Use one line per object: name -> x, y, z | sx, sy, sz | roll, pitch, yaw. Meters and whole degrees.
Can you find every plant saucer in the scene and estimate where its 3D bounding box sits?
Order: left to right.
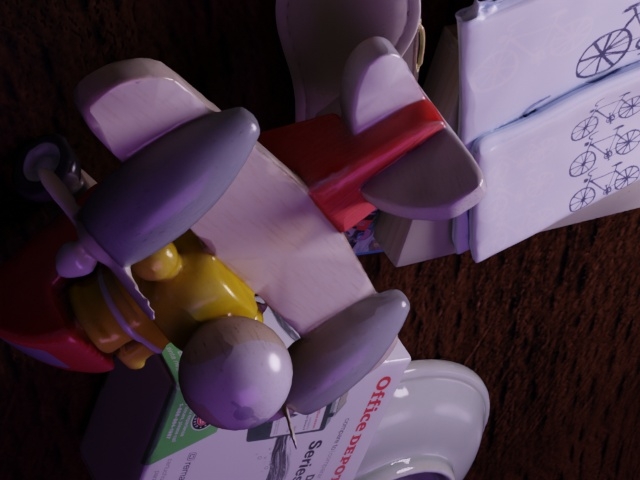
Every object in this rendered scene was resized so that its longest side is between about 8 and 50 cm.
plant saucer -> 0.056, 0.315, 1.833 | 0.400, 0.100, 0.400 | -20, 144, -16

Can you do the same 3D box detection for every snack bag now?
snack bag -> 0.269, -0.148, 1.374 | 0.323, 0.037, 0.342 | -25, 144, -14

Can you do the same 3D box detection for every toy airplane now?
toy airplane -> -0.049, 0.015, 1.138 | 0.386, 0.272, 0.384 | 7, 146, -24

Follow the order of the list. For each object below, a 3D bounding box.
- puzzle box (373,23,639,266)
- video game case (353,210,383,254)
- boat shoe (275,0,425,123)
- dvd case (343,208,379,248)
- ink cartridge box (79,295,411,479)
puzzle box -> 0.263, -0.122, 1.479 | 0.409, 0.052, 0.272 | -13, 139, -30
video game case -> 0.044, -0.028, 1.472 | 0.166, 0.015, 0.119 | -8, 138, -32
boat shoe -> 0.033, -0.172, 1.216 | 0.117, 0.096, 0.324 | 9, 139, 10
dvd case -> 0.000, 0.000, 1.447 | 0.087, 0.013, 0.119 | 3, 132, -40
ink cartridge box -> -0.077, 0.170, 1.519 | 0.289, 0.121, 0.211 | -4, 131, -35
